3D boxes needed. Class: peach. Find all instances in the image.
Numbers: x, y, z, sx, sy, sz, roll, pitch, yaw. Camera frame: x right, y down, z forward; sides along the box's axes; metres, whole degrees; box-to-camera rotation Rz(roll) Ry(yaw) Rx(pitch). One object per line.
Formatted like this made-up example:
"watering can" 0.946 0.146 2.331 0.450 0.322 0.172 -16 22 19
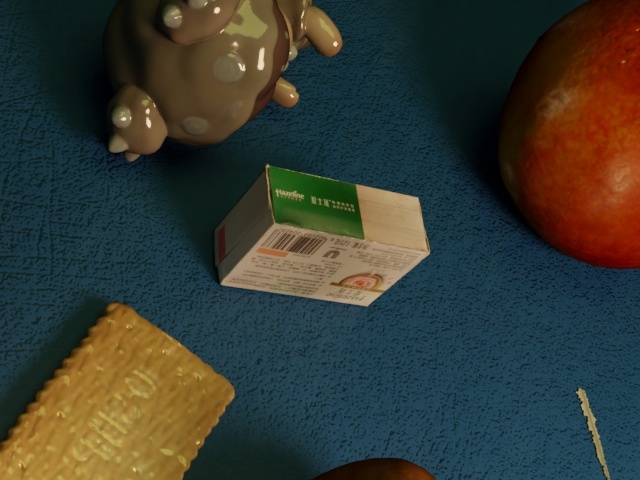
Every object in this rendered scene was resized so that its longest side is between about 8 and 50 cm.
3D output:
"peach" 0.419 -0.152 1.458 0.388 0.388 0.388 17 52 -24

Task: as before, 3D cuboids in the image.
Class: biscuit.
"biscuit" -0.195 0.182 1.051 0.160 0.030 0.249 37 47 -6

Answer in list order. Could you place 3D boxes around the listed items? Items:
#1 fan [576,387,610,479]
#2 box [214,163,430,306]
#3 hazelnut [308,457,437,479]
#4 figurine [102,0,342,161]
"fan" 0.355 0.325 1.334 0.191 0.009 0.329 8 57 -29
"box" 0.000 0.000 1.232 0.199 0.135 0.081 13 54 -28
"hazelnut" 0.028 0.291 1.015 0.186 0.210 0.210 21 35 34
"figurine" -0.103 -0.238 1.282 0.203 0.248 0.380 42 33 5
